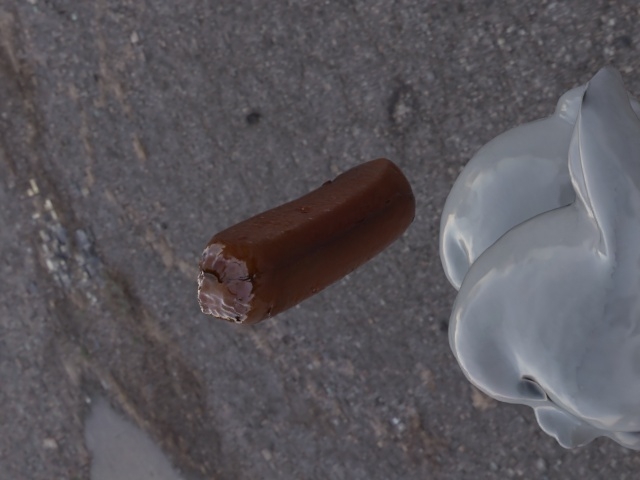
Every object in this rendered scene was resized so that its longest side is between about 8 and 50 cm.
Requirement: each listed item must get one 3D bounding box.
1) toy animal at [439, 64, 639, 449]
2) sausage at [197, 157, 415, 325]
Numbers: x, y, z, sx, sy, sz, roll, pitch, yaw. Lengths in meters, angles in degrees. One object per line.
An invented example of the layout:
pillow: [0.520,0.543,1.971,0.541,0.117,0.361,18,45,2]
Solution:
toy animal: [0.138,0.002,0.468,0.193,0.128,0.178,-103,33,-79]
sausage: [0.000,0.000,0.984,0.102,0.330,0.102,18,121,33]
